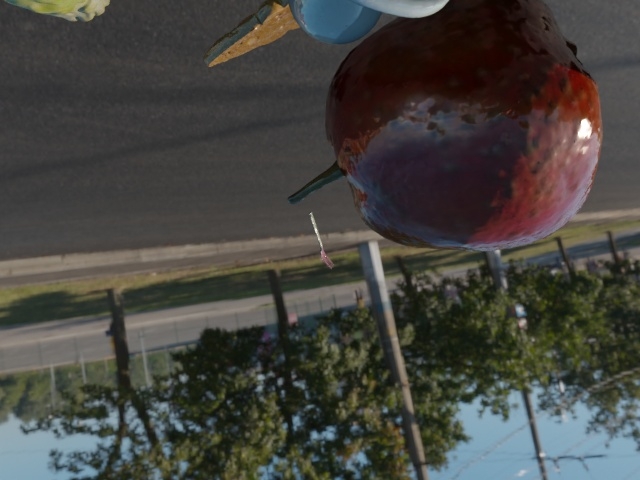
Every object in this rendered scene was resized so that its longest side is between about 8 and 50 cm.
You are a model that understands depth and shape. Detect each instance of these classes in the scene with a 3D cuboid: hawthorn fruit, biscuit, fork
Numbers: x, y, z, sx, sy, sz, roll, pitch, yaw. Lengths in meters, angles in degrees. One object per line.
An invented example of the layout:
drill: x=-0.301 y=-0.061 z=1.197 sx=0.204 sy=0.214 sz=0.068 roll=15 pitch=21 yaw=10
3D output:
hawthorn fruit: x=0.115 y=-0.103 z=0.696 sx=0.330 sy=0.287 sz=0.287 roll=-20 pitch=171 yaw=13
biscuit: x=-0.062 y=-0.324 z=0.972 sx=0.250 sy=0.035 sz=0.162 roll=-32 pitch=180 yaw=-3
fork: x=-0.001 y=0.000 z=1.092 sx=0.012 sy=0.115 sz=0.016 roll=-9 pitch=-144 yaw=18

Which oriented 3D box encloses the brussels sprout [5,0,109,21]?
brussels sprout: x=-0.507 y=-0.550 z=1.200 sx=0.273 sy=0.243 sz=0.317 roll=-11 pitch=144 yaw=-23

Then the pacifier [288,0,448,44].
pacifier: x=0.036 y=-0.255 z=0.522 sx=0.299 sy=0.244 sz=0.233 roll=-29 pitch=167 yaw=-34
